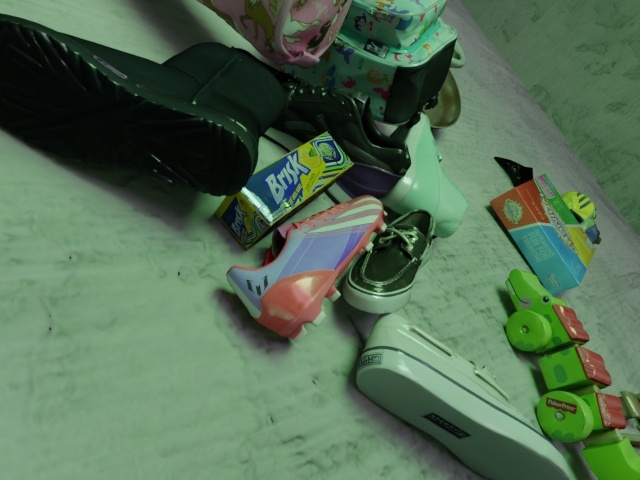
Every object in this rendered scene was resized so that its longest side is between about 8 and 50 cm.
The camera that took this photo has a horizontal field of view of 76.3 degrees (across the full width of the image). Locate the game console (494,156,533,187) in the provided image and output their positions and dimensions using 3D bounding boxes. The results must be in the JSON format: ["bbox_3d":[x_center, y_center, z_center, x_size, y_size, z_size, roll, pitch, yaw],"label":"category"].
[{"bbox_3d":[0.563,-0.192,1.184,0.122,0.071,0.107,-6,93,-45],"label":"game console"}]

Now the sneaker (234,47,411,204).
[{"bbox_3d":[0.002,-0.174,0.545,0.283,0.124,0.107,40,39,-11],"label":"sneaker"}]

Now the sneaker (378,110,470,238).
[{"bbox_3d":[0.179,-0.110,0.688,0.151,0.094,0.256,34,46,-17],"label":"sneaker"}]

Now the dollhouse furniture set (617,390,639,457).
[{"bbox_3d":[0.553,0.336,0.610,0.355,0.174,0.303,24,45,-29],"label":"dollhouse furniture set"}]

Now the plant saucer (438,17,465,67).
[{"bbox_3d":[0.242,-0.615,1.158,0.400,0.100,0.401,25,44,-27],"label":"plant saucer"}]

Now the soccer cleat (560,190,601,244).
[{"bbox_3d":[0.738,-0.083,1.198,0.121,0.093,0.289,36,39,-5],"label":"soccer cleat"}]

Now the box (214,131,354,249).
[{"bbox_3d":[-0.034,-0.061,0.456,0.054,0.059,0.169,48,46,-2],"label":"box"}]

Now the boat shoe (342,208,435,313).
[{"bbox_3d":[0.090,0.013,0.500,0.077,0.070,0.219,17,26,21],"label":"boat shoe"}]

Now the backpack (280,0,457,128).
[{"bbox_3d":[0.066,-0.311,0.640,0.253,0.191,0.225,23,46,21],"label":"backpack"}]

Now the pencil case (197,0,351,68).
[{"bbox_3d":[-0.134,-0.372,0.489,0.386,0.167,0.160,36,61,8],"label":"pencil case"}]

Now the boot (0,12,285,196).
[{"bbox_3d":[-0.161,-0.149,0.402,0.246,0.094,0.207,19,33,-11],"label":"boot"}]

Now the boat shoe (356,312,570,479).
[{"bbox_3d":[0.156,0.173,0.437,0.267,0.096,0.088,32,45,-7],"label":"boat shoe"}]

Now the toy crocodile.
[{"bbox_3d":[0.379,0.191,0.618,0.115,0.105,0.341,20,46,-32],"label":"toy crocodile"}]

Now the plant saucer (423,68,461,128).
[{"bbox_3d":[0.192,-0.374,0.915,0.310,0.050,0.311,15,62,-29],"label":"plant saucer"}]

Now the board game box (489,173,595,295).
[{"bbox_3d":[0.544,-0.030,0.978,0.316,0.064,0.242,-20,77,-49],"label":"board game box"}]

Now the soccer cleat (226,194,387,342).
[{"bbox_3d":[0.000,0.000,0.441,0.095,0.083,0.248,41,42,-2],"label":"soccer cleat"}]
